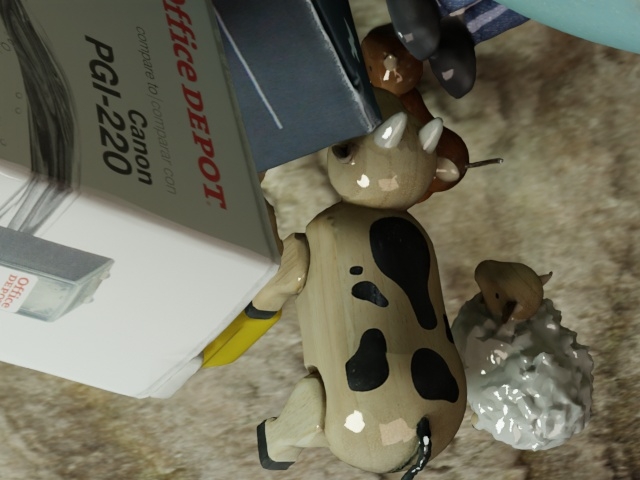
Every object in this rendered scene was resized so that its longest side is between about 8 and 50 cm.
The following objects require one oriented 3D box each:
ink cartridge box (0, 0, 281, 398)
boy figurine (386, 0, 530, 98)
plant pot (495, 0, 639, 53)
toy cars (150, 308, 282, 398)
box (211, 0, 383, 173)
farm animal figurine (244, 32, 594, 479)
[{"bbox_3d":[-0.133,-0.052,0.526,0.218,0.158,0.092,22,128,-38],"label":"ink cartridge box"},{"bbox_3d":[0.182,-0.186,0.907,0.285,0.092,0.177,-23,144,19],"label":"boy figurine"},{"bbox_3d":[0.111,-0.225,0.691,0.195,0.290,0.290,7,167,44],"label":"plant pot"},{"bbox_3d":[-0.144,0.022,1.104,0.176,0.087,0.393,-18,147,6],"label":"toy cars"},{"bbox_3d":[-0.215,-0.142,0.693,0.395,0.212,0.293,-19,142,9],"label":"box"},{"bbox_3d":[0.000,0.000,0.922,0.330,0.326,0.172,-15,165,-33],"label":"farm animal figurine"}]
